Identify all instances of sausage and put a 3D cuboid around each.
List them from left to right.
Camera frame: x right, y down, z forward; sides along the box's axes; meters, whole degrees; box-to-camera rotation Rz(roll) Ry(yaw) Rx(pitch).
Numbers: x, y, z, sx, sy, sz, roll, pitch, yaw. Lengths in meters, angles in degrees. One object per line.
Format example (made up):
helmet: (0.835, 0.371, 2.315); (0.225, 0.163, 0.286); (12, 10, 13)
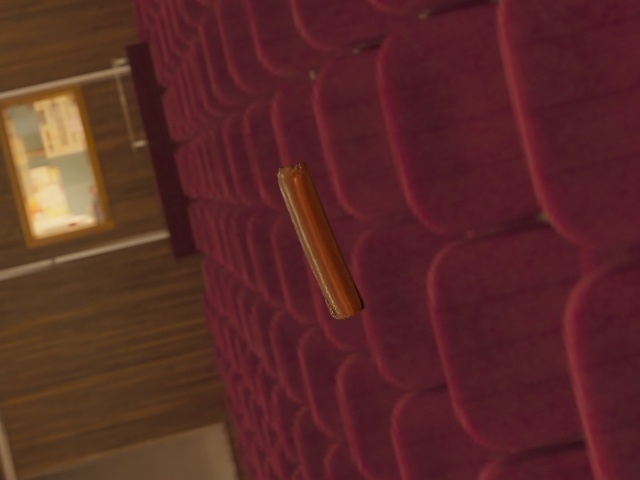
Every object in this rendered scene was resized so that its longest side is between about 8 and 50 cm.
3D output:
sausage: (0.000, 0.000, 0.866); (0.026, 0.026, 0.116); (-119, 7, -71)
